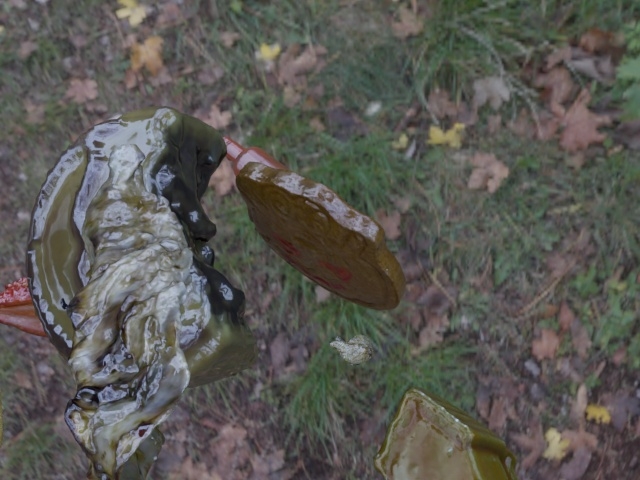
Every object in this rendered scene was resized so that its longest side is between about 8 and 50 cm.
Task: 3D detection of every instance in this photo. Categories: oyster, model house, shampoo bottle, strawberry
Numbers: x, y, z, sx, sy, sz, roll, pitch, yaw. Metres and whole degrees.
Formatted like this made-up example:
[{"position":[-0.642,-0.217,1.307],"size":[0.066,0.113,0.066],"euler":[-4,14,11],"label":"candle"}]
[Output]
[{"position":[0.061,0.174,1.735],"size":[0.081,0.038,0.083],"euler":[38,36,-11],"label":"oyster"},{"position":[0.202,0.352,1.566],"size":[0.173,0.268,0.239],"euler":[-30,57,21],"label":"model house"},{"position":[-0.114,-0.130,1.996],"size":[0.085,0.085,0.244],"euler":[-40,58,-18],"label":"shampoo bottle"},{"position":[-0.173,0.091,0.896],"size":[0.111,0.204,0.396],"euler":[3,34,-12],"label":"oyster"},{"position":[-0.512,0.120,1.927],"size":[0.228,0.174,0.097],"euler":[-8,52,17],"label":"strawberry"}]

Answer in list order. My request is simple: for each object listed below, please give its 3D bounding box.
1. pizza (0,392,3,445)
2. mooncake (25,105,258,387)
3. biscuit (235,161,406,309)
[{"position":[-0.500,0.182,1.365],"size":[0.197,0.058,0.292],"euler":[-31,77,34],"label":"pizza"},{"position":[-0.231,0.021,1.475],"size":[0.394,0.246,0.393],"euler":[34,94,25],"label":"mooncake"},{"position":[-0.001,0.001,1.471],"size":[0.273,0.257,0.049],"euler":[24,63,29],"label":"biscuit"}]
